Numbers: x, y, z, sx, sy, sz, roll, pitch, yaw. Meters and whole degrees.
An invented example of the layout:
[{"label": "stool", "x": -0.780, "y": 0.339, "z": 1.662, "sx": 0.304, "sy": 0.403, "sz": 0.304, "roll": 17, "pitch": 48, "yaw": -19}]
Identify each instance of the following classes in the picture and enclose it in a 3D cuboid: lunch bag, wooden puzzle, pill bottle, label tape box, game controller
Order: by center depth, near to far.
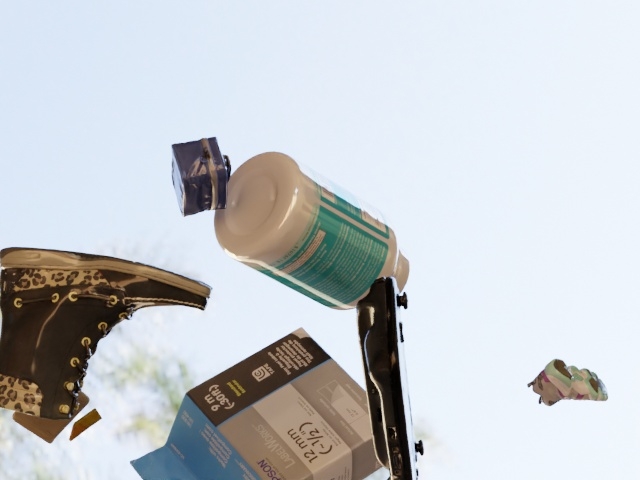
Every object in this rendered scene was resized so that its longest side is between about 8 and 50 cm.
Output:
[{"label": "wooden puzzle", "x": -0.315, "y": 0.195, "z": 1.748, "sx": 0.078, "sy": 0.014, "sz": 0.116, "roll": -44, "pitch": -53, "yaw": -6}, {"label": "game controller", "x": 0.091, "y": 0.198, "z": 1.768, "sx": 0.067, "sy": 0.166, "sz": 0.319, "roll": -11, "pitch": -48, "yaw": -2}, {"label": "lunch bag", "x": -0.139, "y": -0.079, "z": 1.777, "sx": 0.065, "sy": 0.067, "sz": 0.098, "roll": -12, "pitch": -28, "yaw": -13}, {"label": "pill bottle", "x": 0.000, "y": 0.000, "z": 1.899, "sx": 0.146, "sy": 0.146, "sz": 0.264, "roll": -34, "pitch": -41, "yaw": 26}, {"label": "label tape box", "x": -0.091, "y": 0.318, "z": 2.345, "sx": 0.347, "sy": 0.249, "sz": 0.115, "roll": -27, "pitch": -37, "yaw": -27}]

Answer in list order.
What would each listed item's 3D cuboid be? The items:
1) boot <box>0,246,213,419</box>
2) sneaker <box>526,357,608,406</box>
[{"label": "boot", "x": -0.240, "y": 0.106, "z": 1.593, "sx": 0.236, "sy": 0.179, "sz": 0.085, "roll": 8, "pitch": -5, "yaw": 8}, {"label": "sneaker", "x": 0.284, "y": 0.176, "z": 1.750, "sx": 0.098, "sy": 0.038, "sz": 0.069, "roll": 28, "pitch": -51, "yaw": -27}]
